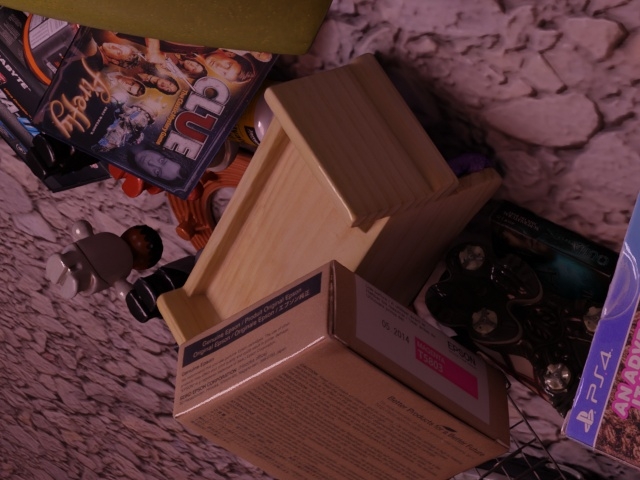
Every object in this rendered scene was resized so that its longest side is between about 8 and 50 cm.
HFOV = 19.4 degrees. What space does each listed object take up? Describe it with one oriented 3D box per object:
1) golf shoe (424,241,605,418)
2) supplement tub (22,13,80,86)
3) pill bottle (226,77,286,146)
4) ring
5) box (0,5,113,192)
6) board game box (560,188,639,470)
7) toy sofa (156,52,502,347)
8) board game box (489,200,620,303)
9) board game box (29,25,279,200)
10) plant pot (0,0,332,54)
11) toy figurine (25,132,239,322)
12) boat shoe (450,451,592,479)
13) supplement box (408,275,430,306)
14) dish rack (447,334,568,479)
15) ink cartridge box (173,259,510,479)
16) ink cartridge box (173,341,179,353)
[{"bbox_3d":[0.219,0.099,1.644,0.273,0.105,0.120,38,176,28],"label":"golf shoe"},{"bbox_3d":[-0.223,-0.201,1.811,0.106,0.106,0.198,47,155,-13],"label":"supplement tub"},{"bbox_3d":[-0.052,-0.119,1.751,0.116,0.065,0.065,14,144,44],"label":"pill bottle"},{"bbox_3d":[-0.040,0.028,2.017,0.336,0.032,0.337,33,154,18],"label":"ring"},{"bbox_3d":[-0.321,-0.155,2.085,0.220,0.051,0.175,50,154,-18],"label":"box"},{"bbox_3d":[0.348,0.075,1.277,0.291,0.232,0.141,23,-168,34],"label":"board game box"},{"bbox_3d":[0.000,0.000,1.713,0.150,0.177,0.362,57,144,21],"label":"toy sofa"},{"bbox_3d":[0.216,0.052,1.702,0.126,0.026,0.186,27,152,27],"label":"board game box"},{"bbox_3d":[-0.141,-0.157,1.681,0.165,0.042,0.243,26,133,-11],"label":"board game box"},{"bbox_3d":[-0.116,-0.261,1.420,0.293,0.275,0.275,25,155,-4],"label":"plant pot"},{"bbox_3d":[-0.179,-0.033,1.916,0.213,0.148,0.210,9,114,44],"label":"toy figurine"},{"bbox_3d":[0.260,0.285,1.955,0.302,0.091,0.114,19,120,42],"label":"boat shoe"},{"bbox_3d":[0.050,0.023,1.833,0.083,0.056,0.083,-16,120,48],"label":"supplement box"},{"bbox_3d":[0.155,0.242,1.922,0.271,0.074,0.208,56,140,12],"label":"dish rack"},{"bbox_3d":[0.020,0.137,1.640,0.193,0.088,0.234,-30,131,32],"label":"ink cartridge box"},{"bbox_3d":[-0.061,0.179,2.279,0.208,0.045,0.206,45,154,-13],"label":"ink cartridge box"}]
